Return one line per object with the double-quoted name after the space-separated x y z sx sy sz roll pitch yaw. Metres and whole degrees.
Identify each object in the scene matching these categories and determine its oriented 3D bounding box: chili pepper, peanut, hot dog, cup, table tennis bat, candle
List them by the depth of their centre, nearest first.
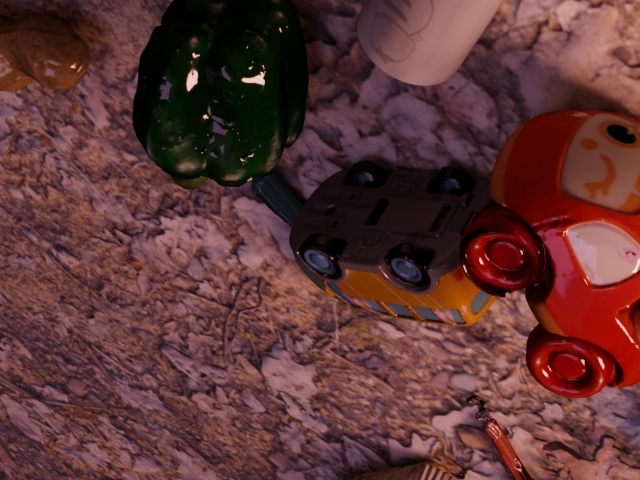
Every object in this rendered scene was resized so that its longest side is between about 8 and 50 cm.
0.082 -0.214 1.183 0.136 0.099 0.133 36 146 2 "cup"
-0.097 -0.133 1.390 0.165 0.174 0.261 7 140 1 "chili pepper"
0.000 0.000 1.561 0.201 0.033 0.124 45 143 -14 "table tennis bat"
-0.326 -0.206 1.571 0.193 0.089 0.089 7 135 40 "peanut"
0.213 0.240 1.646 0.026 0.021 0.167 21 148 58 "candle"
0.102 0.352 1.828 0.144 0.075 0.268 44 142 -16 "hot dog"

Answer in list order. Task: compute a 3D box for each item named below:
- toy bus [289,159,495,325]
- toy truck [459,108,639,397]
0.084 0.010 1.418 0.209 0.126 0.136 7 143 37 "toy bus"
0.273 0.002 1.191 0.239 0.189 0.265 -18 117 39 "toy truck"
